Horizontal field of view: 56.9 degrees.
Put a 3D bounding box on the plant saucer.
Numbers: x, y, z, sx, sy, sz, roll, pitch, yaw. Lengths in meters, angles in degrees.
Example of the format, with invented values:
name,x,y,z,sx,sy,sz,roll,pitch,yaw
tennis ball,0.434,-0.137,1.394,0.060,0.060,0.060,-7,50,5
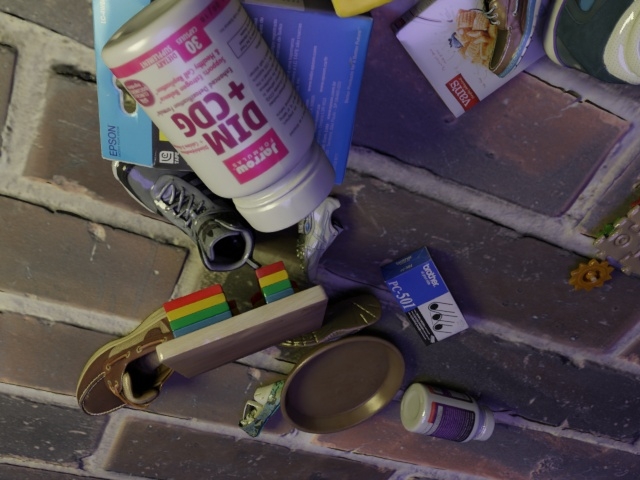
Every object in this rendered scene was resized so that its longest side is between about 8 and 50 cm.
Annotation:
name,x,y,z,sx,sy,sz,roll,pitch,yaw
plant saucer,0.045,0.298,1.237,0.278,0.041,0.277,-11,125,-15

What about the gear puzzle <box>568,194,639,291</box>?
name,x,y,z,sx,sy,sz,roll,pitch,yaw
gear puzzle,0.611,-0.017,1.112,0.176,0.044,0.339,25,122,-24

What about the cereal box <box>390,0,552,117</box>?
name,x,y,z,sx,sy,sz,roll,pitch,yaw
cereal box,0.245,-0.313,0.842,0.240,0.047,0.173,-37,122,18

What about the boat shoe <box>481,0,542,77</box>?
name,x,y,z,sx,sy,sz,roll,pitch,yaw
boat shoe,0.250,-0.311,0.780,0.066,0.066,0.183,10,113,-7

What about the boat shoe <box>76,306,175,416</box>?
name,x,y,z,sx,sy,sz,roll,pitch,yaw
boat shoe,-0.360,0.259,1.139,0.342,0.123,0.123,-37,122,18

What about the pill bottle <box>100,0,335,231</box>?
name,x,y,z,sx,sy,sz,roll,pitch,yaw
pill bottle,-0.107,-0.154,0.710,0.161,0.160,0.283,-28,123,13

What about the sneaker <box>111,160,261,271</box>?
name,x,y,z,sx,sy,sz,roll,pitch,yaw
sneaker,-0.194,-0.044,0.911,0.269,0.153,0.101,37,97,-30

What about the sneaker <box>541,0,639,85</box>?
name,x,y,z,sx,sy,sz,roll,pitch,yaw
sneaker,0.405,-0.344,0.687,0.130,0.236,0.322,6,109,-24

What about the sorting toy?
name,x,y,z,sx,sy,sz,roll,pitch,yaw
sorting toy,-0.129,0.128,0.978,0.257,0.089,0.255,-20,164,-9

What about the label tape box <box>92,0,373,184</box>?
name,x,y,z,sx,sy,sz,roll,pitch,yaw
label tape box,-0.122,-0.222,0.828,0.348,0.115,0.249,5,125,-7

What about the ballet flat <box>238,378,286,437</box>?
name,x,y,z,sx,sy,sz,roll,pitch,yaw
ballet flat,-0.126,0.358,1.281,0.070,0.070,0.188,21,117,-21

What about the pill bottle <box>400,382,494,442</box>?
name,x,y,z,sx,sy,sz,roll,pitch,yaw
pill bottle,0.287,0.391,1.323,0.194,0.108,0.108,18,122,-18

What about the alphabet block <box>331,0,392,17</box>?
name,x,y,z,sx,sy,sz,roll,pitch,yaw
alphabet block,0.071,-0.397,0.668,0.194,0.197,0.192,-20,125,8

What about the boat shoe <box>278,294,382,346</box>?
name,x,y,z,sx,sy,sz,roll,pitch,yaw
boat shoe,0.012,0.162,1.144,0.224,0.080,0.073,-16,158,5

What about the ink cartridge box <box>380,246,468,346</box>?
name,x,y,z,sx,sy,sz,roll,pitch,yaw
ink cartridge box,0.205,0.113,1.150,0.097,0.046,0.207,-27,124,11

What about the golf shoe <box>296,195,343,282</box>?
name,x,y,z,sx,sy,sz,roll,pitch,yaw
golf shoe,0.000,0.000,1.033,0.086,0.069,0.176,-6,128,-10
